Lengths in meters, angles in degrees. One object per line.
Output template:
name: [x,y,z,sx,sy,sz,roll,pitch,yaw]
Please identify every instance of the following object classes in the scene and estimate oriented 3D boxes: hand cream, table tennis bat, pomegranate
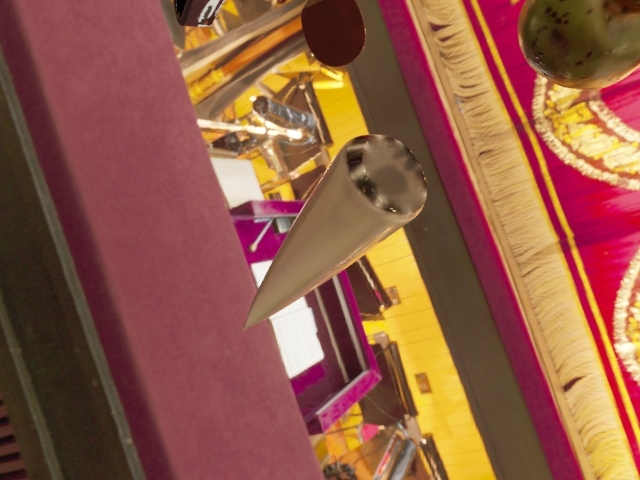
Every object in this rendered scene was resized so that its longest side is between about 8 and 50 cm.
hand cream: [0.000,0.000,0.680,0.118,0.358,0.185,39,48,-5]
table tennis bat: [0.015,-0.559,1.172,0.274,0.154,0.021,67,25,-21]
pomegranate: [0.475,-0.358,0.789,0.230,0.231,0.286,58,-14,-23]

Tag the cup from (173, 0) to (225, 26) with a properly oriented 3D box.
cup: [-0.169,-0.512,0.700,0.242,0.292,0.307,-39,110,-18]
